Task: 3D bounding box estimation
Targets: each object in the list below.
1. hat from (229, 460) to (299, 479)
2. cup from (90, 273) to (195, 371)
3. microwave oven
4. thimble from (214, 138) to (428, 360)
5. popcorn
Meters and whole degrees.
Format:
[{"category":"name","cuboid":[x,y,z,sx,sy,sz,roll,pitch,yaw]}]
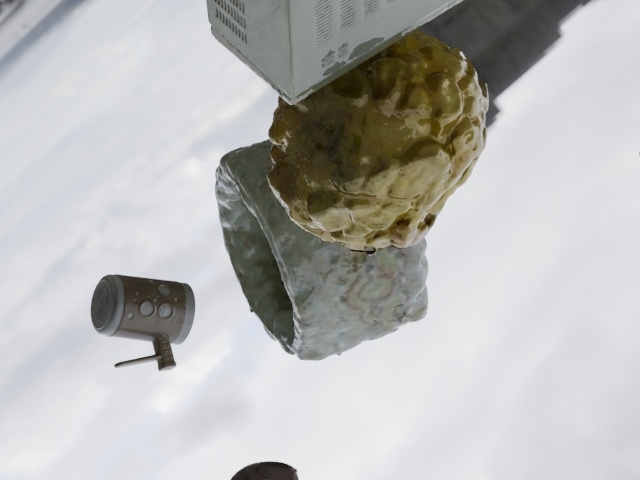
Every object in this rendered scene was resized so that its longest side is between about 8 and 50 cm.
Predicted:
[{"category":"hat","cuboid":[-0.045,0.170,0.851,0.087,0.042,0.058,-39,-128,50]},{"category":"cup","cuboid":[-0.203,0.091,1.504,0.074,0.099,0.102,10,-90,59]},{"category":"microwave oven","cuboid":[0.022,-0.275,1.242,0.240,0.145,0.194,-34,147,-21]},{"category":"thimble","cuboid":[0.000,0.000,1.698,0.195,0.291,0.291,-20,-171,-15]},{"category":"popcorn","cuboid":[0.050,-0.110,1.411,0.250,0.250,0.190,-37,166,25]}]
